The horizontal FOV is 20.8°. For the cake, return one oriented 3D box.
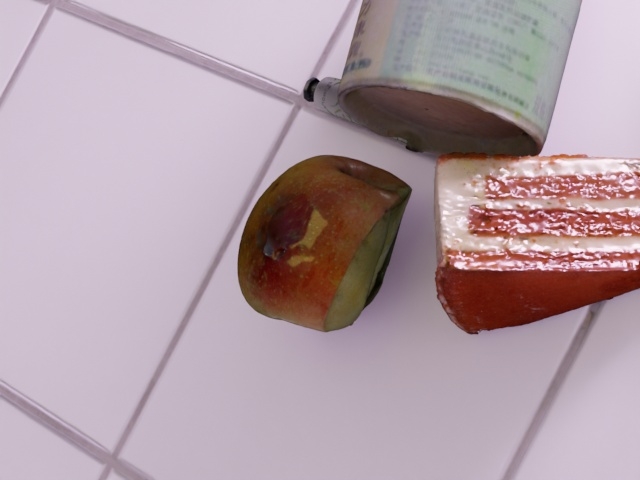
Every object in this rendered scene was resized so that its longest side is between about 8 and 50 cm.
[{"bbox_3d":[0.230,-0.024,1.814,0.262,0.159,0.158,-19,58,26],"label":"cake"}]

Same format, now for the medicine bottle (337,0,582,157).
[{"bbox_3d":[0.180,-0.311,1.918,0.235,0.236,0.406,6,76,36],"label":"medicine bottle"}]

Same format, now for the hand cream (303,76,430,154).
[{"bbox_3d":[0.063,-0.156,2.060,0.194,0.042,0.067,19,81,34],"label":"hand cream"}]

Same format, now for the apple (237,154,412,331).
[{"bbox_3d":[0.000,0.000,1.953,0.207,0.174,0.188,-104,28,-78],"label":"apple"}]
